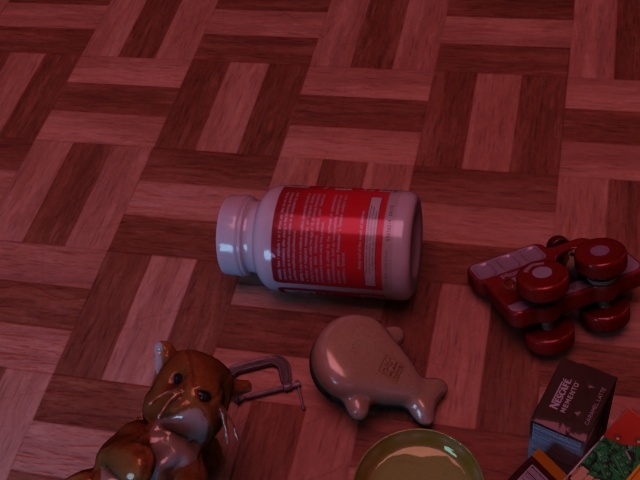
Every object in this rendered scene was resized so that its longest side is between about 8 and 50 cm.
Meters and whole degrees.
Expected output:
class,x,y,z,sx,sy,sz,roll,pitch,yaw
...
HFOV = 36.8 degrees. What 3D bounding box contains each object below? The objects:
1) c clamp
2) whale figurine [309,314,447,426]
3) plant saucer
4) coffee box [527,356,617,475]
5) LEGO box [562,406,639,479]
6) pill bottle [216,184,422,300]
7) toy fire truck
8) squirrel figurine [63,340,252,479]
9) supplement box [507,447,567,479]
class,x,y,z,sx,sy,sz,roll,pitch,yaw
c clamp,-0.117,0.290,1.939,0.160,0.022,0.137,-9,50,2
whale figurine,0.106,0.265,1.874,0.272,0.141,0.216,28,58,0
plant saucer,0.178,0.457,1.743,0.240,0.037,0.241,-5,51,6
coffee box,0.430,0.333,1.665,0.098,0.247,0.141,21,57,24
LEGO box,0.375,0.528,1.351,0.372,0.500,0.193,-40,56,-22
pill bottle,0.000,0.000,2.022,0.407,0.229,0.229,4,52,12
toy fire truck,0.476,0.073,1.941,0.302,0.169,0.254,-20,32,-8
squirrel figurine,-0.281,0.364,1.672,0.281,0.397,0.371,23,82,-7
supplement box,0.320,0.476,1.581,0.194,0.191,0.129,-38,71,-24
